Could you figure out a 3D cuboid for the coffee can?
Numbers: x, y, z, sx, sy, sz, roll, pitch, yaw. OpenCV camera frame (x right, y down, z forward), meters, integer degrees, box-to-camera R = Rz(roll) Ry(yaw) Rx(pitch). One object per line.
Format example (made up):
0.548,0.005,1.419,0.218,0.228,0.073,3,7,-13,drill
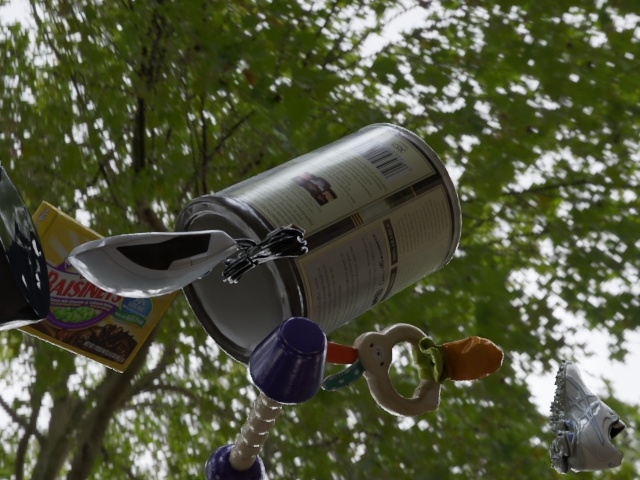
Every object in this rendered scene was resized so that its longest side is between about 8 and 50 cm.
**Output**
0.000,0.000,1.205,0.275,0.201,0.201,-26,-60,-37,coffee can

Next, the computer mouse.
-0.102,0.019,0.789,0.193,0.106,0.042,-5,-98,-45,computer mouse

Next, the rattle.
0.109,0.159,1.338,0.199,0.143,0.130,25,-101,-36,rattle

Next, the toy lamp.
-0.056,0.179,1.092,0.080,0.080,0.275,3,-42,-18,toy lamp

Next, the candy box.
-0.211,0.048,0.939,0.105,0.027,0.206,-58,-30,-5,candy box

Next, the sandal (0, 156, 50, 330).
-0.160,-0.053,0.450,0.054,0.097,0.254,-16,-32,-1,sandal

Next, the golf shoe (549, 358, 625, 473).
0.319,0.213,1.251,0.086,0.176,0.069,5,-54,7,golf shoe
